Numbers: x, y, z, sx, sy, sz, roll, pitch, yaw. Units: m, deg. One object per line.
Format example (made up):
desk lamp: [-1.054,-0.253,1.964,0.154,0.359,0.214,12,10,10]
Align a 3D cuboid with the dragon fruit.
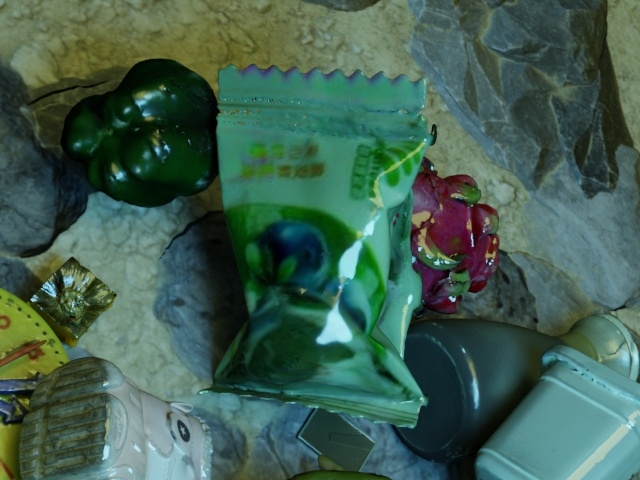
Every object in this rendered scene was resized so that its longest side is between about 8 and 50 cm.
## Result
dragon fruit: [0.091,-0.008,1.893,0.273,0.198,0.218,17,85,6]

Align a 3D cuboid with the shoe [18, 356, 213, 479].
shoe: [-0.200,0.306,1.559,0.198,0.172,0.351,21,69,-45]

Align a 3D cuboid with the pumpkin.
pumpkin: [-0.283,0.069,1.719,0.074,0.054,0.083,39,57,1]

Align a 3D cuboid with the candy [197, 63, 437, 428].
candy: [-0.002,0.000,1.724,0.263,0.172,0.398,2,98,8]

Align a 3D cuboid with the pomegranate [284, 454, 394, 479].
pomegranate: [0.049,0.351,1.606,0.291,0.291,0.323,40,47,-4]

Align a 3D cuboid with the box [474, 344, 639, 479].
box: [0.284,0.300,1.751,0.175,0.312,0.182,30,57,35]

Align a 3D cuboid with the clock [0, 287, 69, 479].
clock: [-0.386,0.164,1.599,0.293,0.071,0.277,26,55,-13]

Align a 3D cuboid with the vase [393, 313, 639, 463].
vase: [0.248,0.168,1.894,0.321,0.173,0.173,-6,67,-38]

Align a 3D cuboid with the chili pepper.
chili pepper: [-0.190,-0.125,1.806,0.165,0.174,0.261,53,16,10]

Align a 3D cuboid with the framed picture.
framed picture: [0.021,0.240,1.818,0.089,0.006,0.066,38,52,-5]
